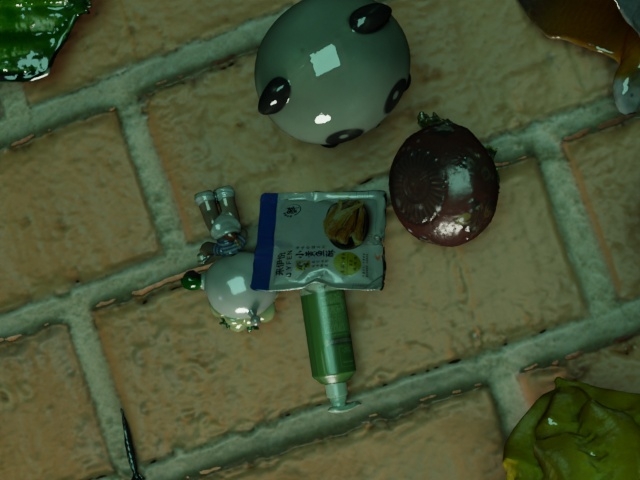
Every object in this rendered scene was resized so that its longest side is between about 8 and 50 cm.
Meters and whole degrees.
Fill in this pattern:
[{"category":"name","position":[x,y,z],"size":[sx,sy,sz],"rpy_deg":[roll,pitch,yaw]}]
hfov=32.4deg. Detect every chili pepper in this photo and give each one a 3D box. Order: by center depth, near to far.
[{"category":"chili pepper","position":[-0.483,-0.325,1.512],"size":[0.385,0.213,0.167],"rpy_deg":[-15,40,-10]}]

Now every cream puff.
[{"category":"cream puff","position":[0.315,0.325,1.303],"size":[0.291,0.324,0.257],"rpy_deg":[-27,46,-8]}]

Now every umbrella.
[{"category":"umbrella","position":[-0.257,0.303,1.511],"size":[0.022,0.022,0.148],"rpy_deg":[-9,84,-29]}]

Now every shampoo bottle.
[{"category":"shampoo bottle","position":[0.013,0.126,1.457],"size":[0.065,0.065,0.204],"rpy_deg":[-9,86,9]}]

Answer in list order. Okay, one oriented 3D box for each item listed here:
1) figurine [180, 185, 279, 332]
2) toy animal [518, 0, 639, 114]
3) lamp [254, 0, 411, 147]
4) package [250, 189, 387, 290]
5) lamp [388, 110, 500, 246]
[{"category":"figurine","position":[-0.117,0.028,1.471],"size":[0.147,0.093,0.197],"rpy_deg":[-15,76,-14]},{"category":"toy animal","position":[0.437,-0.309,1.403],"size":[0.284,0.225,0.302],"rpy_deg":[-32,95,-14]},{"category":"lamp","position":[0.021,-0.207,1.380],"size":[0.198,0.244,0.197],"rpy_deg":[-2,83,13]},{"category":"package","position":[0.000,0.000,1.433],"size":[0.173,0.027,0.171],"rpy_deg":[0,51,3]},{"category":"lamp","position":[0.167,-0.071,1.411],"size":[0.156,0.135,0.157],"rpy_deg":[45,124,37]}]
